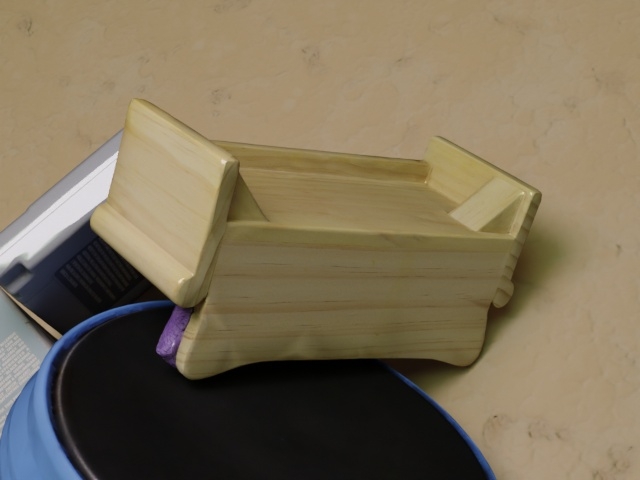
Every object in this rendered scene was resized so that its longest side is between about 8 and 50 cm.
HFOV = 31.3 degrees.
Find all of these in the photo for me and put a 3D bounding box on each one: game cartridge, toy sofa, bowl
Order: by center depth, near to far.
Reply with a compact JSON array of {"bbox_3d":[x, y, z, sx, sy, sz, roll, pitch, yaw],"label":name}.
[{"bbox_3d":[-0.038,0.173,0.859,0.391,0.391,0.077,40,119,35],"label":"bowl"},{"bbox_3d":[0.000,0.000,0.970,0.150,0.363,0.177,36,116,46],"label":"toy sofa"},{"bbox_3d":[-0.195,-0.003,1.067,0.062,0.297,0.198,42,79,10],"label":"game cartridge"}]

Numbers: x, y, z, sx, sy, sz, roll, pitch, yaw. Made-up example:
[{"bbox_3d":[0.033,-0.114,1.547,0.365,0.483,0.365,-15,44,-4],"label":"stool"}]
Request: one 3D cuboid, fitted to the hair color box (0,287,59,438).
[{"bbox_3d":[-0.194,0.208,0.989,0.113,0.185,0.374,-43,54,-9],"label":"hair color box"}]
